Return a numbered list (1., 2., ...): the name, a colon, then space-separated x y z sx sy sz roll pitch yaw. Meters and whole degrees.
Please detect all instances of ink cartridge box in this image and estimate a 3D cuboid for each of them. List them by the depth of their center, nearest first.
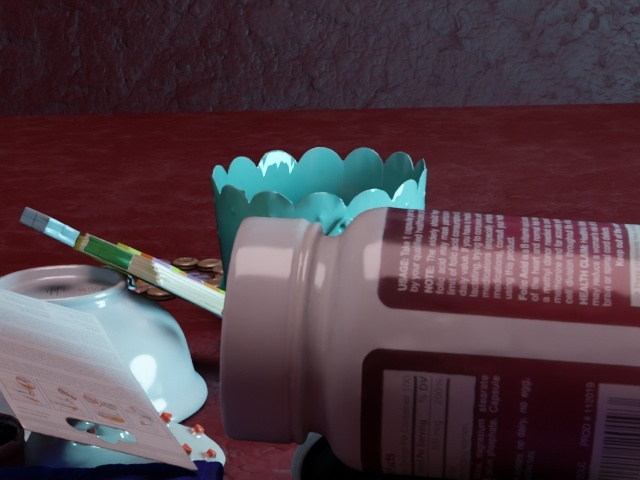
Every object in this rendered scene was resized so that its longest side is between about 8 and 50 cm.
1. ink cartridge box: -0.233 0.124 1.469 0.189 0.066 0.232 20 24 -42

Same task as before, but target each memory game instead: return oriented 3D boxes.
1. memory game: -0.194 0.048 2.277 0.186 0.012 0.186 -1 14 0

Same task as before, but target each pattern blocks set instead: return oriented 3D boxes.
1. pattern blocks set: -0.155 0.045 1.849 0.285 0.026 0.325 22 -5 33

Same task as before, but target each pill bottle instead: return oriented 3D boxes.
1. pill bottle: 0.124 0.088 1.433 0.392 0.224 0.224 5 14 5

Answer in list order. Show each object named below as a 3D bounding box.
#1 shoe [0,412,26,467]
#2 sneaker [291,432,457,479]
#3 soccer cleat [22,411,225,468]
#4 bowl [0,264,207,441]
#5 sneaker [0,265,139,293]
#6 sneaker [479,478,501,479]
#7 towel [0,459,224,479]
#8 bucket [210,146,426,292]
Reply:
1. shoe: -0.347 0.189 1.542 0.178 0.081 0.063 -1 52 -5
2. sneaker: 0.093 0.191 1.528 0.217 0.079 0.121 -10 17 -30
3. soccer cleat: -0.180 0.198 1.571 0.196 0.076 0.068 9 29 -34
4. bowl: -0.269 0.106 1.802 0.298 0.134 0.298 -2 14 0
5. sneaker: -0.347 0.090 2.010 0.262 0.104 0.125 -3 -4 -23
6. sneaker: 0.165 0.245 1.252 0.146 0.102 0.293 3 15 16
7. towel: -0.232 0.240 1.400 0.308 0.076 0.227 -2 7 1
8. bucket: 0.000 0.000 2.098 0.281 0.183 0.281 -2 13 0
